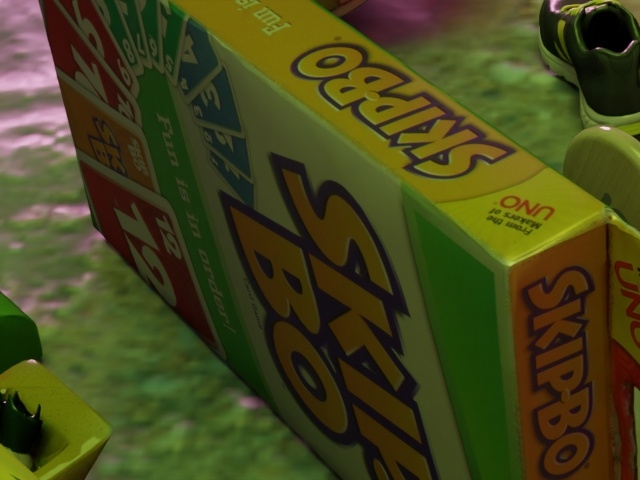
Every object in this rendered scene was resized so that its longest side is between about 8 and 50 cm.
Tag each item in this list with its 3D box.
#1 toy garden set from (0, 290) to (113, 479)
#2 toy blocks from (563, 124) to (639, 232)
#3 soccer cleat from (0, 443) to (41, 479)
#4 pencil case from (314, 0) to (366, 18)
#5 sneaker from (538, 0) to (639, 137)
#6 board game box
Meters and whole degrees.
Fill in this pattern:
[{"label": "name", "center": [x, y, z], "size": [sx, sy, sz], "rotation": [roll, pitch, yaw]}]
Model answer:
[{"label": "toy garden set", "center": [-0.183, 0.063, 0.510], "size": [0.244, 0.049, 0.204], "rotation": [-28, 40, -26]}, {"label": "toy blocks", "center": [0.162, -0.019, 0.556], "size": [0.148, 0.054, 0.123], "rotation": [-24, 40, -22]}, {"label": "soccer cleat", "center": [-0.069, 0.081, 0.372], "size": [0.289, 0.121, 0.093], "rotation": [29, 60, 23]}, {"label": "pencil case", "center": [-0.060, -0.260, 0.642], "size": [0.167, 0.386, 0.160], "rotation": [-20, 31, 2]}, {"label": "sneaker", "center": [0.092, -0.066, 0.649], "size": [0.031, 0.035, 0.083], "rotation": [-11, 36, -6]}, {"label": "board game box", "center": [0.000, 0.000, 0.500], "size": [0.039, 0.124, 0.259], "rotation": [-27, 40, -23]}]
